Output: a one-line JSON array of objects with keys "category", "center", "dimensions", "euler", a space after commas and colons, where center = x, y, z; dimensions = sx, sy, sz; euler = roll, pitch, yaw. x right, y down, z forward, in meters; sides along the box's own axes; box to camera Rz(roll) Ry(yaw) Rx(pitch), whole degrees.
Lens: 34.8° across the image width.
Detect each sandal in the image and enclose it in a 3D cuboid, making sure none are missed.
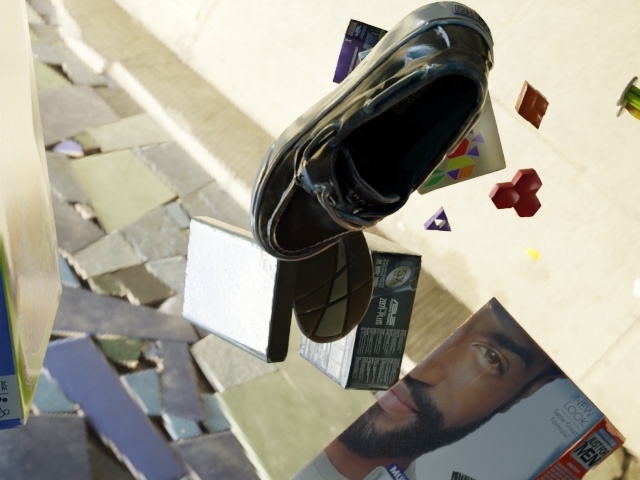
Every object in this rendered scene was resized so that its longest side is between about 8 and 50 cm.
[{"category": "sandal", "center": [0.000, 0.000, 0.867], "dimensions": [0.049, 0.072, 0.180], "euler": [131, 133, -65]}]

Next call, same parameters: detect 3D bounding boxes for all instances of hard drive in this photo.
[{"category": "hard drive", "center": [-0.071, 0.038, 0.860], "dimensions": [0.135, 0.022, 0.094], "euler": [19, 106, 50]}]

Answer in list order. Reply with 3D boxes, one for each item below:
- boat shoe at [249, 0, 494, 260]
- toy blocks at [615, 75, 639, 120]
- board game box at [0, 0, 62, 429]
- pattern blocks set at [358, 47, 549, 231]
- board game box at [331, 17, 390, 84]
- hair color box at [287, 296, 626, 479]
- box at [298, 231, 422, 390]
[{"category": "boat shoe", "center": [0.020, -0.047, 0.611], "dimensions": [0.077, 0.070, 0.219], "euler": [26, 132, -19]}, {"category": "toy blocks", "center": [0.524, -0.180, 1.545], "dimensions": [0.148, 0.123, 0.054], "euler": [36, 94, 17]}, {"category": "board game box", "center": [-0.215, -0.096, 0.580], "dimensions": [0.078, 0.233, 0.347], "euler": [-5, 106, -8]}, {"category": "pattern blocks set", "center": [0.179, -0.149, 1.437], "dimensions": [0.285, 0.026, 0.325], "euler": [-10, 126, 2]}, {"category": "board game box", "center": [0.104, -0.343, 1.972], "dimensions": [0.141, 0.048, 0.170], "euler": [17, 157, 0]}, {"category": "hair color box", "center": [0.065, 0.122, 0.544], "dimensions": [0.167, 0.053, 0.093], "euler": [-43, 53, 3]}, {"category": "box", "center": [0.049, 0.086, 1.323], "dimensions": [0.147, 0.077, 0.180], "euler": [25, 106, 62]}]
